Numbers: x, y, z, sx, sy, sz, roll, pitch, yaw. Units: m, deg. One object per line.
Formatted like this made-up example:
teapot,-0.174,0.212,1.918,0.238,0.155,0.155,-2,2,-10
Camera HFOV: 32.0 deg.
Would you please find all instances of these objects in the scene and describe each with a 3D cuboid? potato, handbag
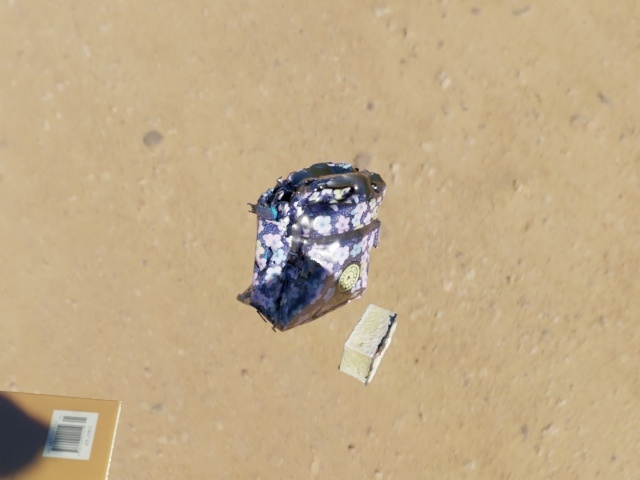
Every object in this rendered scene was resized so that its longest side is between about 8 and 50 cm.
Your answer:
potato,0.078,0.164,1.788,0.061,0.086,0.122,23,43,9
handbag,0.000,0.000,1.491,0.126,0.208,0.228,30,28,33

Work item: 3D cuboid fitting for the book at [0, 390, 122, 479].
book,-0.444,0.279,1.348,0.373,0.028,0.263,5,41,-3
